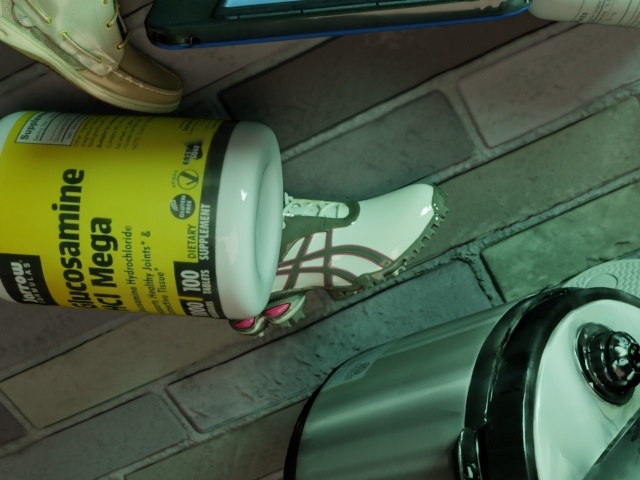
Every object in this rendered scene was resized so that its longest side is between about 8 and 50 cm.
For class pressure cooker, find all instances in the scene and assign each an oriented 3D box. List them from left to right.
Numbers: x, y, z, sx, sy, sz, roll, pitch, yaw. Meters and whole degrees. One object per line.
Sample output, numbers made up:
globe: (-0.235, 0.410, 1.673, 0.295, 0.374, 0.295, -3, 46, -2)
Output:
pressure cooker: (0.211, 0.241, 1.102, 0.375, 0.370, 0.420, 28, 145, -31)

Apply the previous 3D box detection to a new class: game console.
game console: (0.011, -0.284, 0.870, 0.293, 0.250, 0.173, -4, 124, 10)

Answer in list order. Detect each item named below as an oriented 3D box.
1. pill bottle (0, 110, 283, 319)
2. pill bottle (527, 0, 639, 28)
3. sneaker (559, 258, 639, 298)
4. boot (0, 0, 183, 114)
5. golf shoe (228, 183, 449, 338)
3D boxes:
pill bottle: (-0.213, -0.027, 1.068, 0.334, 0.188, 0.188, 3, 123, 8)
pill bottle: (0.239, -0.258, 0.992, 0.229, 0.131, 0.131, 5, 123, -3)
sneaker: (0.387, 0.091, 1.252, 0.256, 0.094, 0.151, -16, 125, 9)
boot: (-0.192, -0.223, 1.026, 0.213, 0.077, 0.165, 28, 115, -19)
golf shoe: (0.000, 0.000, 1.166, 0.273, 0.105, 0.120, -27, 113, 13)
